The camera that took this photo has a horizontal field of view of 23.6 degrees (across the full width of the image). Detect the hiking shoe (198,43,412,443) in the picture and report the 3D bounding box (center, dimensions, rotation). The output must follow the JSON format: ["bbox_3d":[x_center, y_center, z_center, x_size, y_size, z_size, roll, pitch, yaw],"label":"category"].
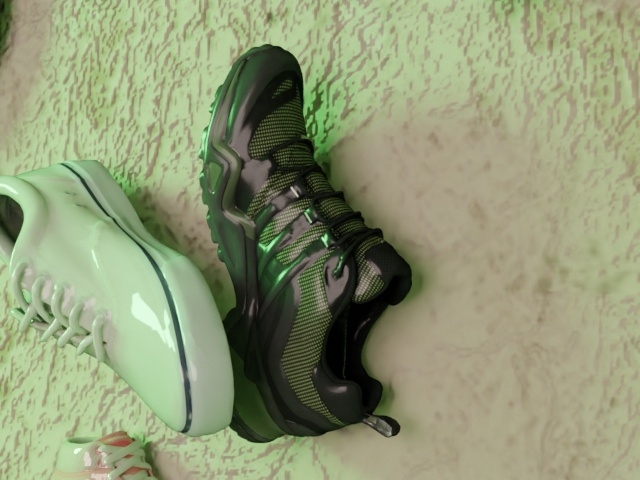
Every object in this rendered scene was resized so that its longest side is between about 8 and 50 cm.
[{"bbox_3d":[0.000,0.000,0.867,0.114,0.086,0.227,-4,90,24],"label":"hiking shoe"}]

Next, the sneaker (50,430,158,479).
[{"bbox_3d":[-0.115,0.156,0.927,0.134,0.051,0.070,14,96,38],"label":"sneaker"}]

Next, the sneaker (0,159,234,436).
[{"bbox_3d":[-0.133,0.036,0.891,0.258,0.091,0.094,43,137,50],"label":"sneaker"}]
